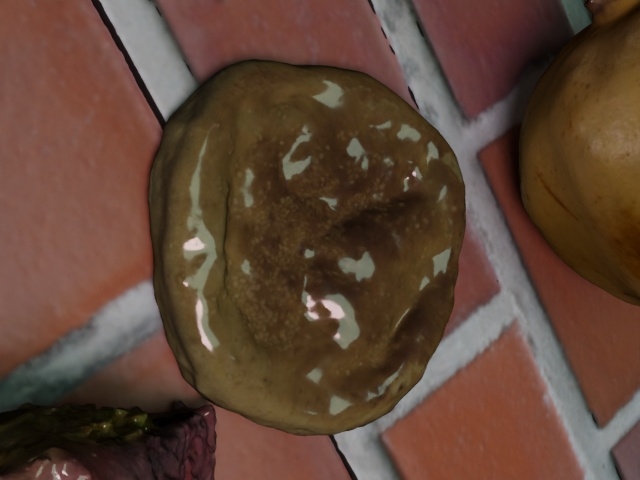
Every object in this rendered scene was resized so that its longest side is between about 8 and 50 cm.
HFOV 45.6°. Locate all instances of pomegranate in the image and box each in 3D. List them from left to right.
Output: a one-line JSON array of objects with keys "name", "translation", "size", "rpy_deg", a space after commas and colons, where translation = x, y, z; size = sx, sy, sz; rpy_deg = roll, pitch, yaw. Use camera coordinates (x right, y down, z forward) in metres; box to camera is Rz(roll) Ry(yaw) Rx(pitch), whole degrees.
[{"name": "pomegranate", "translation": [0.331, -0.088, 0.633], "size": [0.332, 0.332, 0.333], "rpy_deg": [2, 86, -32]}]

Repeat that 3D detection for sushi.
[{"name": "sushi", "translation": [-0.142, 0.145, 0.409], "size": [0.241, 0.161, 0.108], "rpy_deg": [-4, 87, -31]}]

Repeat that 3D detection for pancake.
[{"name": "pancake", "translation": [0.000, 0.000, 0.573], "size": [0.294, 0.049, 0.295], "rpy_deg": [3, 85, -30]}]
